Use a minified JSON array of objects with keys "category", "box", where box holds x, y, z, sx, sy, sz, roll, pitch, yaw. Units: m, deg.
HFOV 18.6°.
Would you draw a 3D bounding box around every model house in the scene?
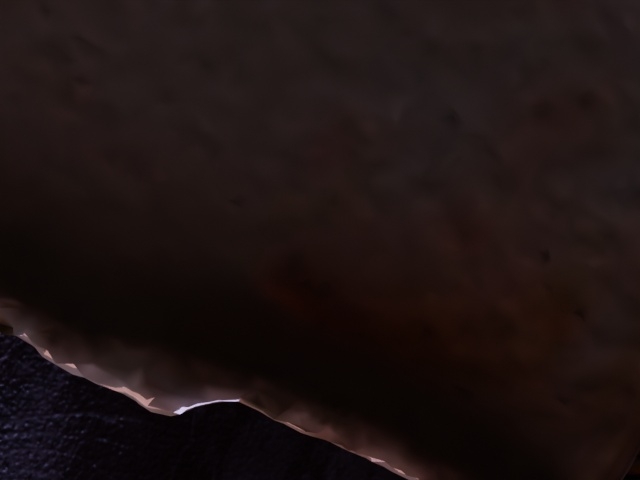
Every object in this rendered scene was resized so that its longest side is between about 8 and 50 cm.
[{"category":"model house","box":[-0.014,-0.056,0.732,0.312,0.245,0.280,28,-177,-8]}]

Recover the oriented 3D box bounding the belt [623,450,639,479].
[{"category":"belt","box":[0.125,0.049,1.153,0.338,0.217,0.122,33,166,-30]}]
